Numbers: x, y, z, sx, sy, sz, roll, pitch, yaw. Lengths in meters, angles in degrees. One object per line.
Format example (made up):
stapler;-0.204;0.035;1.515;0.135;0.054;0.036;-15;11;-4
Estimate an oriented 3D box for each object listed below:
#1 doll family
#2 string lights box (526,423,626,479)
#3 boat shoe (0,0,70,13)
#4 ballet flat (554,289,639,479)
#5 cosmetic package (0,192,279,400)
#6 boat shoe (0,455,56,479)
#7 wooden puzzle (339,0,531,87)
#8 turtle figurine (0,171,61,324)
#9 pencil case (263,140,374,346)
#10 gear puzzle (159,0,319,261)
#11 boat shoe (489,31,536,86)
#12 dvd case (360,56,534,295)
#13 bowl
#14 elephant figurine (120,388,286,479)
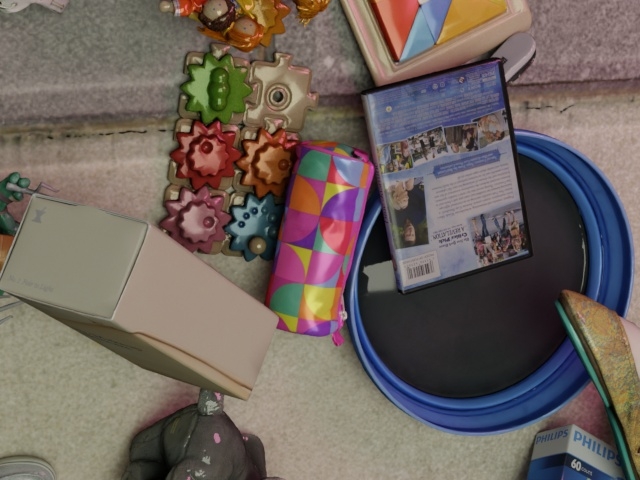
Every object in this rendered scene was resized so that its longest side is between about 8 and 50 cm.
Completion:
doll family;-0.074;-0.304;1.794;0.263;0.118;0.163;-36;78;-18
string lights box;0.324;0.385;2.061;0.133;0.077;0.259;30;59;-23
boat shoe;-0.323;-0.275;1.684;0.226;0.083;0.076;-2;117;-61
ballet flat;0.396;0.186;1.998;0.123;0.123;0.348;-31;116;-12
cosmetic package;-0.189;0.066;1.733;0.309;0.160;0.113;38;69;-58
boat shoe;-0.408;0.318;1.835;0.227;0.081;0.079;-19;108;-15
wooden puzzle;0.129;-0.314;1.916;0.221;0.044;0.238;-28;110;-13
turtle figurine;-0.372;0.016;1.764;0.234;0.118;0.175;3;83;-5
pencil case;0.000;0.000;1.887;0.104;0.104;0.236;5;102;-21
gear puzzle;-0.083;-0.140;1.875;0.175;0.044;0.339;6;99;-21
boat shoe;0.213;-0.198;1.973;0.142;0.049;0.040;-40;152;-1
dvd case;0.154;-0.077;1.908;0.180;0.022;0.253;-16;106;-17
bowl;0.207;0.049;2.008;0.391;0.077;0.391;-4;103;-20
elephant figurine;-0.110;0.305;1.923;0.239;0.186;0.169;33;46;-34
